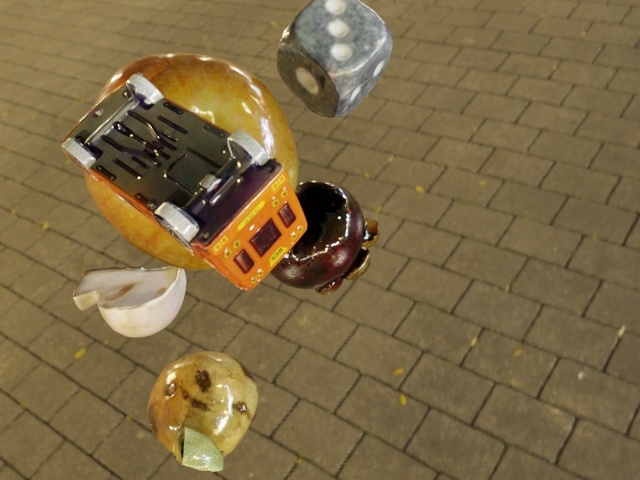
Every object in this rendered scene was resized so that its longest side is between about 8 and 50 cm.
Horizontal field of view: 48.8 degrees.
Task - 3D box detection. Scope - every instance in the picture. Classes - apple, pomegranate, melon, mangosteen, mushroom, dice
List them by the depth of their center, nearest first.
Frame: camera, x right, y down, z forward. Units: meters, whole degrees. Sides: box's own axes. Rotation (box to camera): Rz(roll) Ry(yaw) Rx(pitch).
[{"bbox_3d":[-0.230,-0.142,1.293,0.400,0.401,0.333,-32,23,-15],"label":"apple"},{"bbox_3d":[0.028,-0.379,1.451,0.182,0.181,0.183,39,71,8],"label":"dice"},{"bbox_3d":[-0.267,0.462,1.560,0.128,0.160,0.079,20,72,-12],"label":"melon"},{"bbox_3d":[-0.416,0.165,1.569,0.236,0.173,0.162,-5,32,-2],"label":"mushroom"},{"bbox_3d":[-0.295,0.413,1.788,0.280,0.281,0.281,-10,42,9],"label":"pomegranate"},{"bbox_3d":[0.000,0.000,1.893,0.307,0.346,0.307,-39,32,31],"label":"mangosteen"}]

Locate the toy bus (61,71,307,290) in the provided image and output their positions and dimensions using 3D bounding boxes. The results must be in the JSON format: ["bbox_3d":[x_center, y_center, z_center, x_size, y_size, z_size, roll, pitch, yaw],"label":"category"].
[{"bbox_3d":[-0.175,-0.078,0.873,0.329,0.153,0.143,31,73,36],"label":"toy bus"}]
